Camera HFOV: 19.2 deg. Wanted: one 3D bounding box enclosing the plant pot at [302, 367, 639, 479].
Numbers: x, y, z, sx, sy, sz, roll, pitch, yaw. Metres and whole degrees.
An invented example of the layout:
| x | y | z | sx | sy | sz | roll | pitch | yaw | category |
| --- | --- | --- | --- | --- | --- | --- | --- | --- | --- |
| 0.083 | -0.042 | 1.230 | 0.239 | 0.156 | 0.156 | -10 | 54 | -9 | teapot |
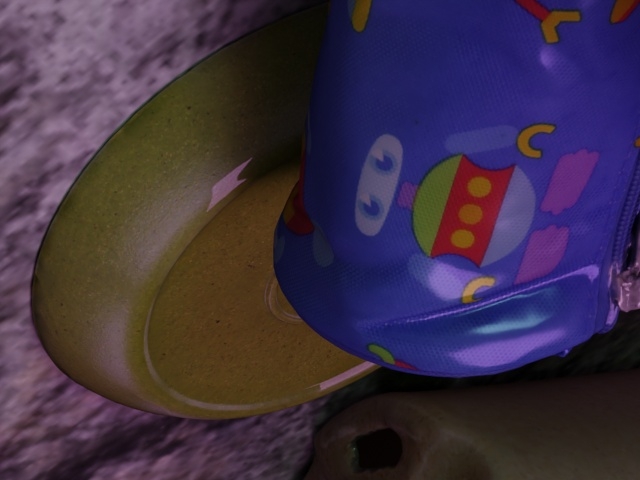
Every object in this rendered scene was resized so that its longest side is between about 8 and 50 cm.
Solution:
| x | y | z | sx | sy | sz | roll | pitch | yaw | category |
| --- | --- | --- | --- | --- | --- | --- | --- | --- | --- |
| 0.150 | 0.192 | 0.953 | 0.305 | 0.334 | 0.334 | 6 | 132 | -30 | plant pot |

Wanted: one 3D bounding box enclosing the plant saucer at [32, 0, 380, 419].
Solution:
| x | y | z | sx | sy | sz | roll | pitch | yaw | category |
| --- | --- | --- | --- | --- | --- | --- | --- | --- | --- |
| 0.000 | 0.000 | 0.779 | 0.241 | 0.037 | 0.241 | -23 | 147 | -16 | plant saucer |

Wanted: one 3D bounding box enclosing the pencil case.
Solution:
| x | y | z | sx | sy | sz | roll | pitch | yaw | category |
| --- | --- | --- | --- | --- | --- | --- | --- | --- | --- |
| 0.069 | -0.089 | 0.594 | 0.119 | 0.133 | 0.306 | -54 | 161 | -49 | pencil case |
